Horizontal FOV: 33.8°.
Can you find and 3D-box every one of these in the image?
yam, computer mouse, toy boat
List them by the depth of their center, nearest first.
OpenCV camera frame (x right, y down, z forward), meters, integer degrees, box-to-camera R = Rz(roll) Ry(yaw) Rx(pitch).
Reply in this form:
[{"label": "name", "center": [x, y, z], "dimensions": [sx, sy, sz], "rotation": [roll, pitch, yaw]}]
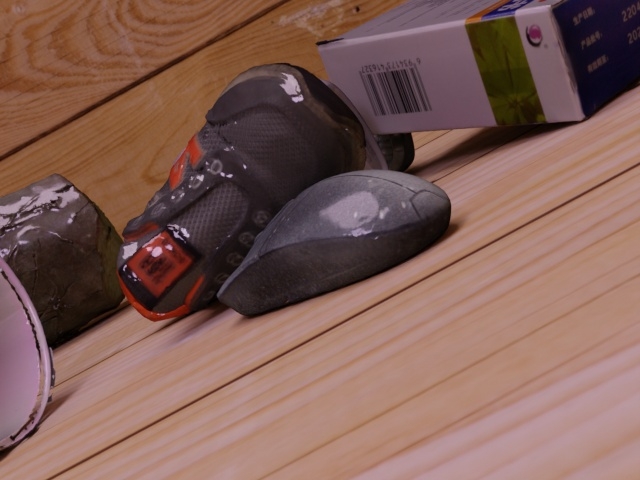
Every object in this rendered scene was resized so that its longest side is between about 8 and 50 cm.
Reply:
[{"label": "computer mouse", "center": [-0.002, -0.006, 0.774], "dimensions": [0.229, 0.068, 0.113], "rotation": [-21, 9, 46]}, {"label": "toy boat", "center": [0.038, -0.096, 1.195], "dimensions": [0.085, 0.078, 0.260], "rotation": [-12, 4, -19]}, {"label": "yam", "center": [-0.379, 0.049, 1.324], "dimensions": [0.271, 0.201, 0.202], "rotation": [-34, -12, -7]}]

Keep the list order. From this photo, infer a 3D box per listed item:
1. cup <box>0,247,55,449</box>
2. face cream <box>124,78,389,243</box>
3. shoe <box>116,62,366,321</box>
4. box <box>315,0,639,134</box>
[{"label": "cup", "center": [-0.395, 0.118, 0.837], "dimensions": [0.274, 0.253, 0.253], "rotation": [-35, 5, 17]}, {"label": "face cream", "center": [-0.077, -0.046, 1.064], "dimensions": [0.291, 0.144, 0.071], "rotation": [-27, 17, 28]}, {"label": "shoe", "center": [-0.097, -0.018, 0.887], "dimensions": [0.171, 0.132, 0.336], "rotation": [-46, 2, -35]}, {"label": "box", "center": [0.172, -0.190, 1.006], "dimensions": [0.200, 0.106, 0.299], "rotation": [-34, 23, -33]}]
